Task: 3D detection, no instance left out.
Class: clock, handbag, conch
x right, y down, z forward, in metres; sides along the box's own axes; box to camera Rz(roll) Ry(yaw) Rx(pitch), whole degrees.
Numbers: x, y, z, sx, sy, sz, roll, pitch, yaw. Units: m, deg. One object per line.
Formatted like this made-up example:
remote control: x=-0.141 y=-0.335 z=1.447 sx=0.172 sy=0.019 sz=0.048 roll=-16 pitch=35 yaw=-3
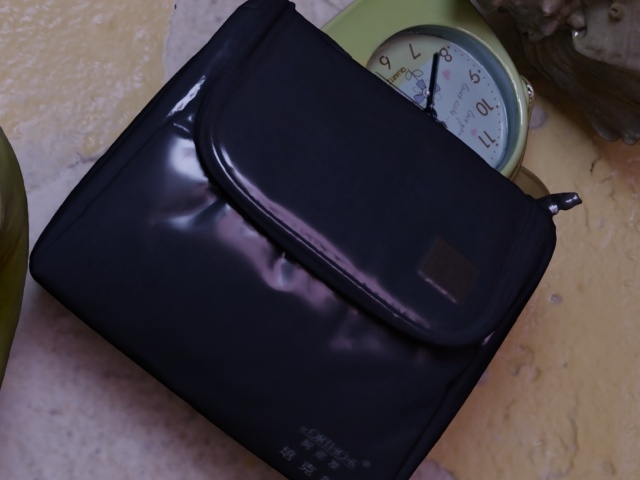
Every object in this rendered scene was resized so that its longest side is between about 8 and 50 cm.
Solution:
clock: x=0.086 y=-0.086 z=1.025 sx=0.170 sy=0.069 sz=0.232 roll=-42 pitch=95 yaw=-23
handbag: x=-0.001 y=0.001 z=0.879 sx=0.302 sy=0.178 sz=0.275 roll=39 pitch=94 yaw=-6
conch: x=0.270 y=-0.207 z=0.974 sx=0.352 sy=0.210 sz=0.297 roll=-12 pitch=117 yaw=9

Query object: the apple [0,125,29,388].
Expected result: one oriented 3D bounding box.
apple: x=-0.307 y=0.030 z=0.769 sx=0.258 sy=0.233 sz=0.295 roll=6 pitch=86 yaw=-4
